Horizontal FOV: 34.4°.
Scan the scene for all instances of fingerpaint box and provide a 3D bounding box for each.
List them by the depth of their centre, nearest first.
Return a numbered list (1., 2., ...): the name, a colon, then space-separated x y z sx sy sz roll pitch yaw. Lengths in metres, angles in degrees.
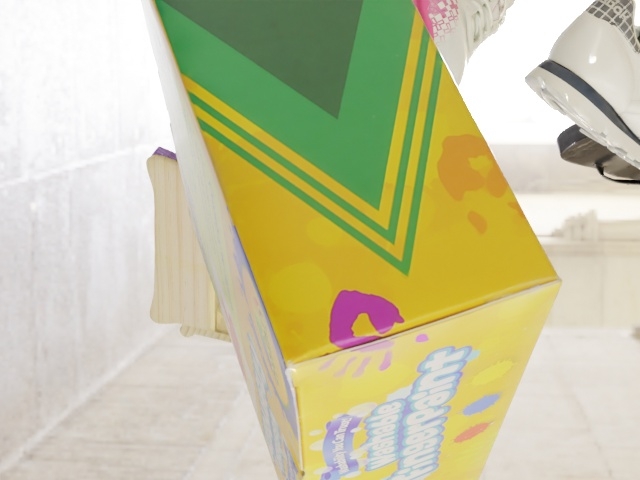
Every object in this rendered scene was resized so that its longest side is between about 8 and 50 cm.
1. fingerpaint box: 0.000 0.000 0.792 0.445 0.163 0.371 88 -18 -60

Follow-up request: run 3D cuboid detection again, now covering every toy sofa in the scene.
1. toy sofa: -0.195 -0.013 1.841 0.150 0.177 0.362 -49 146 -60

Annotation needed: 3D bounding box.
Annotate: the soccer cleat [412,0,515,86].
1. soccer cleat: 0.154 -0.260 1.145 0.331 0.143 0.116 -89 -179 -52

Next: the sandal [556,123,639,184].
1. sandal: 0.395 -0.100 1.327 0.097 0.254 0.054 -35 -120 45

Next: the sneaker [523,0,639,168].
1. sneaker: 0.259 -0.110 0.827 0.235 0.090 0.095 25 101 -50
